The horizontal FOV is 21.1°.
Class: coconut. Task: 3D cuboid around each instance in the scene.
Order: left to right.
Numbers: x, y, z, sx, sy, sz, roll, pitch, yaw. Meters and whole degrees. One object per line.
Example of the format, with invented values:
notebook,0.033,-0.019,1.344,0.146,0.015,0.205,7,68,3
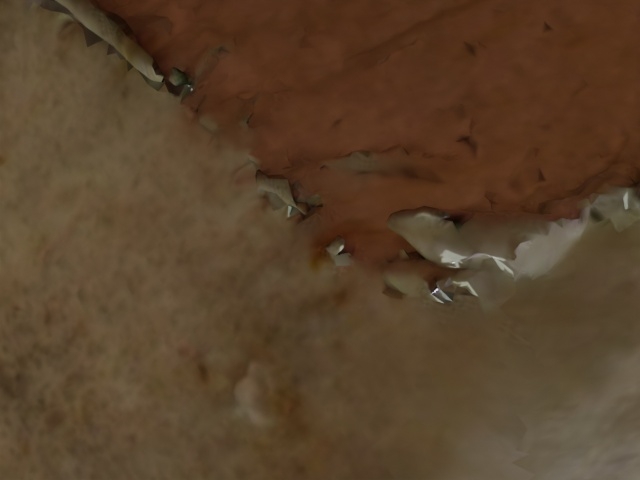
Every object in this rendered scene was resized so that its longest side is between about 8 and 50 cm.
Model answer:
coconut,0.000,0.000,0.543,0.346,0.346,0.360,-17,176,27
